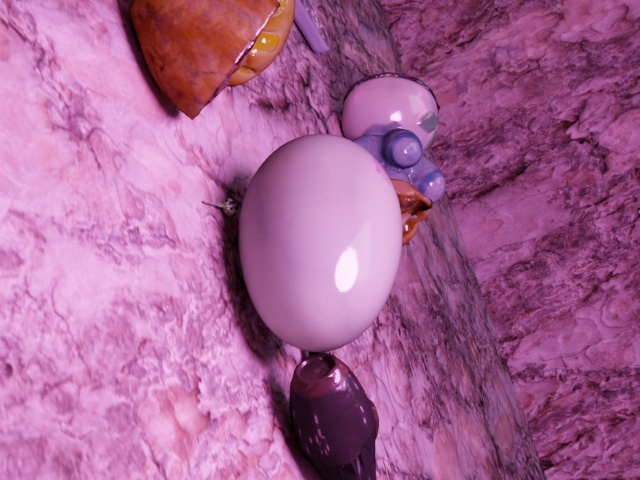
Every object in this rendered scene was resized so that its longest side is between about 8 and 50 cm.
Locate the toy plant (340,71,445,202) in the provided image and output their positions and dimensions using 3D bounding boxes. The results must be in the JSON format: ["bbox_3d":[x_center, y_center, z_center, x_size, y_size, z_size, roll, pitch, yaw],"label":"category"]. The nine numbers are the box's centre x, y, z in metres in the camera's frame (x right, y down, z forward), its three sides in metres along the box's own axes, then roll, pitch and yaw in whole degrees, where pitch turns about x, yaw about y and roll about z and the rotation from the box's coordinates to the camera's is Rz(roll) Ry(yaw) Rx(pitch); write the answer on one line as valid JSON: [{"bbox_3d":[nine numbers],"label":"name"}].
[{"bbox_3d":[0.151,-0.176,2.235,0.332,0.247,0.247,-87,153,-42],"label":"toy plant"}]

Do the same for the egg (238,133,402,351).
[{"bbox_3d":[0.000,0.000,1.412,0.371,0.229,0.230,-90,155,-50],"label":"egg"}]

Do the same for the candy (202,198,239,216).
[{"bbox_3d":[-0.138,-0.047,1.403,0.083,0.023,0.025,5,106,-65],"label":"candy"}]

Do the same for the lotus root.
[{"bbox_3d":[-0.176,-0.278,1.364,0.180,0.199,0.188,35,-16,-11],"label":"lotus root"}]

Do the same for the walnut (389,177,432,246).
[{"bbox_3d":[0.095,-0.045,1.891,0.141,0.204,0.238,50,4,16],"label":"walnut"}]

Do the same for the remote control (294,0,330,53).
[{"bbox_3d":[-0.042,-0.510,2.277,0.244,0.047,0.087,54,25,-47],"label":"remote control"}]

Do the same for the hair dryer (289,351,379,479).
[{"bbox_3d":[0.020,0.226,1.491,0.359,0.120,0.304,-102,174,-58],"label":"hair dryer"}]

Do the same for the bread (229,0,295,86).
[{"bbox_3d":[-0.123,-0.394,1.638,0.158,0.156,0.261,-4,73,-76],"label":"bread"}]
